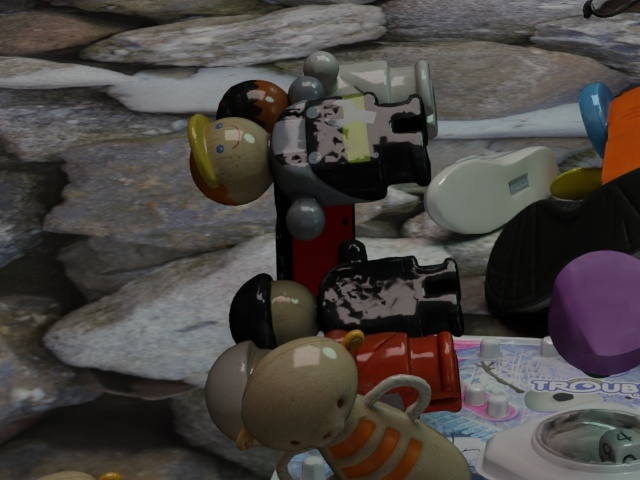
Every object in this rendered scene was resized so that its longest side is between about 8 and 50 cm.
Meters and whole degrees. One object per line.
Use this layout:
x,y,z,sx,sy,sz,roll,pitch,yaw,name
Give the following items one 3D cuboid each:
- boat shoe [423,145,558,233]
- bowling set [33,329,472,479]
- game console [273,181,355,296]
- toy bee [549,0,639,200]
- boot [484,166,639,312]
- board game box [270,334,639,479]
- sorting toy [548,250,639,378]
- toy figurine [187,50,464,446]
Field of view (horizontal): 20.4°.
0.137,-0.048,1.554,0.063,0.066,0.184,-5,15,40,boat shoe
-0.051,0.180,0.669,0.287,0.154,0.200,-40,43,10,bowling set
0.011,-0.020,1.349,0.085,0.144,0.124,8,20,23,game console
0.312,-0.095,1.566,0.195,0.162,0.298,-6,44,41,toy bee
0.245,0.025,1.295,0.178,0.085,0.236,19,-22,-24,boot
0.169,0.119,1.071,0.390,0.050,0.390,1,19,10,board game box
0.317,0.051,1.053,0.365,0.127,0.126,-4,-24,4,sorting toy
0.000,0.000,1.040,0.148,0.210,0.213,-7,17,7,toy figurine
